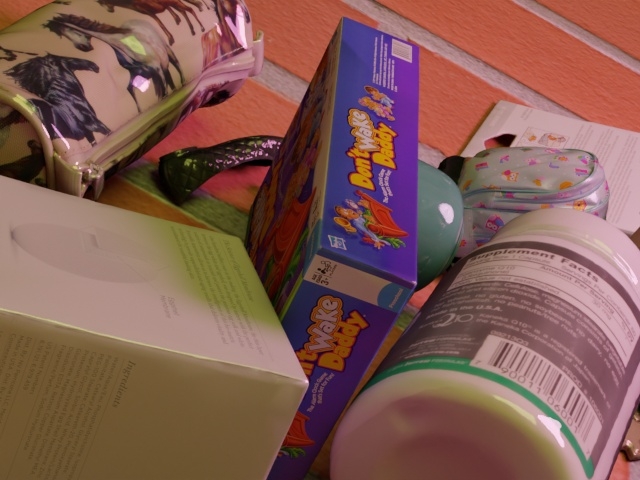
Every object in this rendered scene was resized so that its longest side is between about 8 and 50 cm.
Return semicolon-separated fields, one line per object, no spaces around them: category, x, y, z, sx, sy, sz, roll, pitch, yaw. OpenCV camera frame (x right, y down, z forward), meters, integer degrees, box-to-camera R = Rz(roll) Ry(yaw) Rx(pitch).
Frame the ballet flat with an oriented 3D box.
ballet flat;-0.088;-0.073;1.371;0.173;0.057;0.049;-15;88;-42

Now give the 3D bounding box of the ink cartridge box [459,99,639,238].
ink cartridge box;0.288;-0.069;1.652;0.238;0.060;0.275;14;30;16

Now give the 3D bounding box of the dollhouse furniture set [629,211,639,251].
dollhouse furniture set;0.386;0.042;1.405;0.101;0.182;0.161;10;38;-41

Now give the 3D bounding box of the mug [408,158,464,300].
mug;0.072;-0.002;1.346;0.097;0.158;0.129;23;10;-18

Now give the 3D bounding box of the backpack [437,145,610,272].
backpack;0.204;-0.033;1.437;0.182;0.115;0.152;3;36;14

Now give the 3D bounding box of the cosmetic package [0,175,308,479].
cosmetic package;-0.155;0.076;0.990;0.224;0.138;0.224;14;21;-21

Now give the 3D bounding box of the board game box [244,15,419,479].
board game box;0.000;0.000;1.168;0.078;0.233;0.347;20;35;-10

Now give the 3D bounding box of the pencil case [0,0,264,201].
pencil case;-0.198;-0.131;1.244;0.183;0.160;0.410;28;33;10

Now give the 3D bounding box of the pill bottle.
pill bottle;0.164;0.119;1.176;0.204;0.204;0.361;36;34;6

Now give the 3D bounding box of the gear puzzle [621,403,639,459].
gear puzzle;0.307;0.139;1.409;0.175;0.044;0.339;1;44;-38
